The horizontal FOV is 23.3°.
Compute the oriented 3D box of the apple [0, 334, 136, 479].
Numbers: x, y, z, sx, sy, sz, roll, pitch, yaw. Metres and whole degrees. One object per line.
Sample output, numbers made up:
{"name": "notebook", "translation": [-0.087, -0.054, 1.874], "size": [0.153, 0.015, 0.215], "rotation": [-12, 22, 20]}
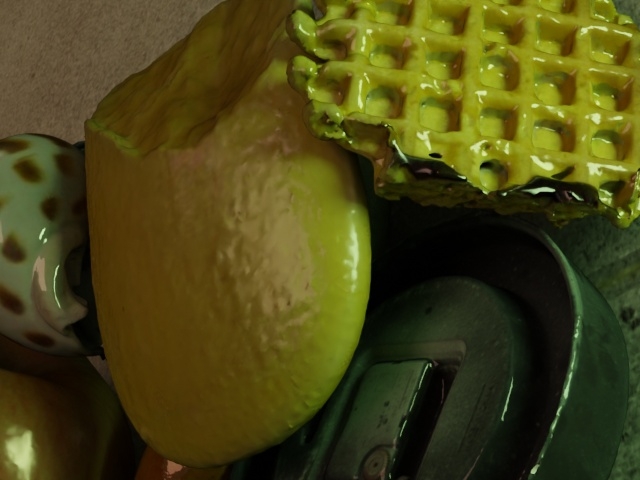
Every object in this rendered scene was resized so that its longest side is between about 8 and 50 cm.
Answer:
{"name": "apple", "translation": [-0.366, 0.234, 1.489], "size": [0.346, 0.391, 0.391], "rotation": [-57, 40, 7]}

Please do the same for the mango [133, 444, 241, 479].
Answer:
{"name": "mango", "translation": [-0.089, 0.181, 1.404], "size": [0.113, 0.138, 0.253], "rotation": [26, 84, 20]}

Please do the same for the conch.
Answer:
{"name": "conch", "translation": [-0.275, -0.009, 1.463], "size": [0.148, 0.183, 0.275], "rotation": [-4, 44, 1]}

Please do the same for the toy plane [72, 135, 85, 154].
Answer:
{"name": "toy plane", "translation": [-0.250, -0.023, 1.603], "size": [0.155, 0.381, 0.106], "rotation": [-106, 10, -52]}

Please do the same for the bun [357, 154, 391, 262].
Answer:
{"name": "bun", "translation": [-0.031, -0.024, 1.414], "size": [0.195, 0.118, 0.195], "rotation": [-9, 76, 40]}

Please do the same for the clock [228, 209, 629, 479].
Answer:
{"name": "clock", "translation": [0.074, 0.156, 1.215], "size": [0.386, 0.076, 0.386], "rotation": [-38, 30, 27]}

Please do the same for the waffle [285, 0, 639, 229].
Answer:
{"name": "waffle", "translation": [0.134, -0.122, 1.227], "size": [0.307, 0.312, 0.060], "rotation": [59, 157, 28]}

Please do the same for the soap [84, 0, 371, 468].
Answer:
{"name": "soap", "translation": [-0.090, -0.023, 1.306], "size": [0.306, 0.115, 0.427], "rotation": [-30, 58, 30]}
